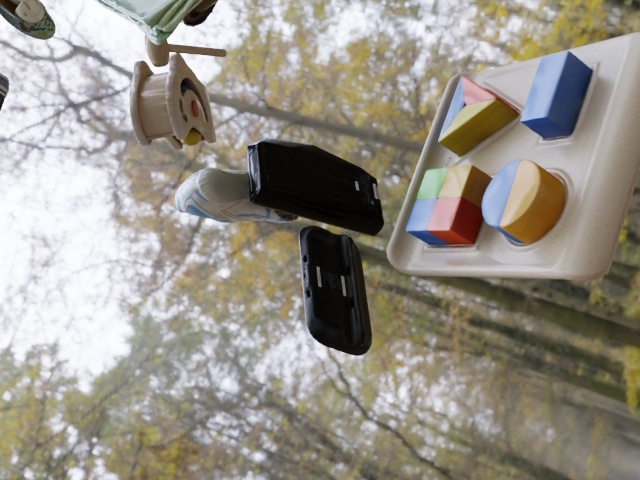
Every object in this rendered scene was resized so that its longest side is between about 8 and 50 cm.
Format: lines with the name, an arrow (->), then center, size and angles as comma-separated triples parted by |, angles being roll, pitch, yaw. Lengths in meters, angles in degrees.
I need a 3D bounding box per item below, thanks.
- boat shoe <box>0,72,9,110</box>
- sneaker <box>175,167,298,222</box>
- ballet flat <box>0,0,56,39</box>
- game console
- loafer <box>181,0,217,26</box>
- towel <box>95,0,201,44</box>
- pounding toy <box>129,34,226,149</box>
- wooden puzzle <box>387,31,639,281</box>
boat shoe -> -0.394, -0.131, 0.904 | 0.065, 0.183, 0.083 | 33, -113, -58
sneaker -> -0.126, -0.065, 1.421 | 0.237, 0.086, 0.085 | 8, -114, -49
ballet flat -> -0.511, -0.403, 1.497 | 0.188, 0.070, 0.070 | 36, -110, -29
game console -> 0.000, 0.000, 1.319 | 0.044, 0.213, 0.361 | -51, 34, 42
loafer -> -0.180, -0.530, 1.718 | 0.134, 0.130, 0.366 | -31, -14, -48
towel -> -0.111, -0.364, 1.066 | 0.325, 0.248, 0.038 | -41, -51, -7
pounding toy -> -0.220, -0.228, 1.506 | 0.269, 0.155, 0.154 | 52, -149, -70
wooden puzzle -> 0.239, -0.109, 1.157 | 0.081, 0.348, 0.322 | 31, -107, -33
